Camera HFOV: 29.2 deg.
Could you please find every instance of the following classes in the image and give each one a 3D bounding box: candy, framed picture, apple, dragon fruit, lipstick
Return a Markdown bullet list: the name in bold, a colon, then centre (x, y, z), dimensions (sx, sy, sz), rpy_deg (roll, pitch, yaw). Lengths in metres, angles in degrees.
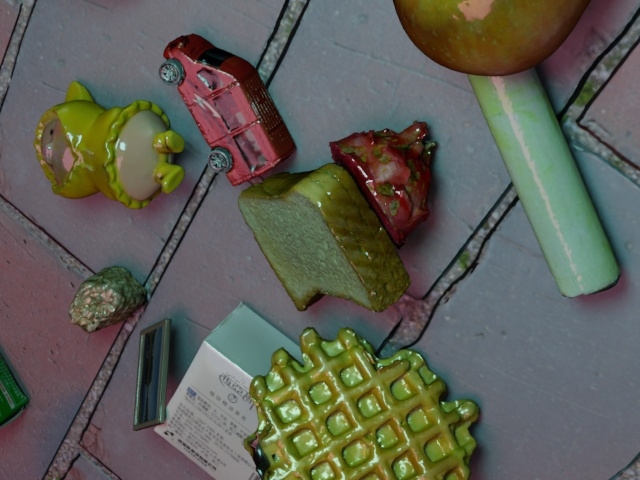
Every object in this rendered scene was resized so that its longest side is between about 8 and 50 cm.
- **candy**: centre (-0.305, 0.084, 1.751), dimensions (0.085, 0.110, 0.095), rpy_deg (43, 113, 5)
- **framed picture**: centre (-0.240, 0.192, 1.746), dimensions (0.109, 0.011, 0.149), rpy_deg (-28, 56, 59)
- **apple**: centre (0.180, -0.275, 1.202), dimensions (0.235, 0.173, 0.210), rpy_deg (-49, 49, 19)
- **dragon fruit**: centre (0.094, -0.077, 1.430), dimensions (0.111, 0.153, 0.153), rpy_deg (-32, 98, -2)
- **lipstick**: centre (0.243, -0.077, 1.345), dimensions (0.076, 0.076, 0.304), rpy_deg (-16, 107, 36)

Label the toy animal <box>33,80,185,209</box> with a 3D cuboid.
- **toy animal**: centre (-0.269, -0.119, 1.602), dimensions (0.230, 0.156, 0.156), rpy_deg (16, 123, 36)

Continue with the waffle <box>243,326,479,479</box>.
- **waffle**: centre (0.042, 0.267, 1.542), dimensions (0.312, 0.307, 0.060), rpy_deg (27, 164, 6)

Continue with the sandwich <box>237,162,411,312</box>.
- **sandwich**: centre (0.000, 0.000, 1.484), dimensions (0.215, 0.065, 0.186), rpy_deg (1, 125, 60)

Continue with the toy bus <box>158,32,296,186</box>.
- **toy bus**: centre (-0.115, -0.170, 1.511), dimensions (0.089, 0.081, 0.195), rpy_deg (-23, 102, 28)

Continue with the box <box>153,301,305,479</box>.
- **box**: centre (-0.065, 0.255, 1.686), dimensions (0.274, 0.116, 0.203), rpy_deg (36, 128, 8)

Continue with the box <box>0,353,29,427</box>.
- **box**: centre (-0.608, 0.207, 2.001), dimensions (0.180, 0.103, 0.250), rpy_deg (-16, 107, 36)
